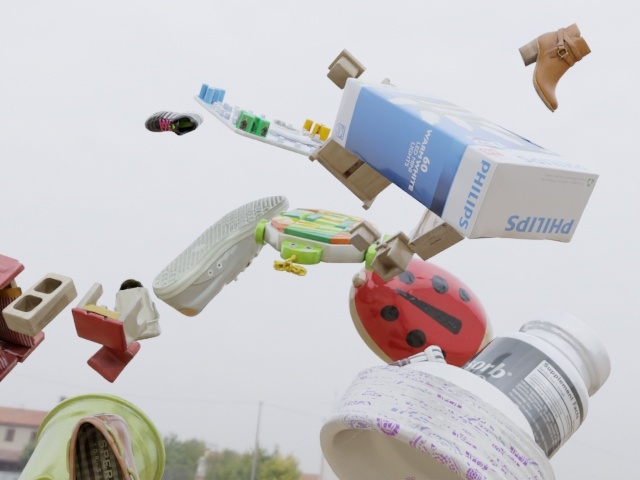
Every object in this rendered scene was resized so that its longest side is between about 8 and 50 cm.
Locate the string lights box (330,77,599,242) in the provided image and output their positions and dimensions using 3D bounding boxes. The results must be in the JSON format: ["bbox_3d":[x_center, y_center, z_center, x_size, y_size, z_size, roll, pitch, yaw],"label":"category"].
[{"bbox_3d":[0.134,-0.088,0.700,0.133,0.076,0.260,2,26,-32],"label":"string lights box"}]

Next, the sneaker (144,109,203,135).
[{"bbox_3d":[-0.424,-0.336,1.949,0.171,0.074,0.063,-4,-59,-1],"label":"sneaker"}]

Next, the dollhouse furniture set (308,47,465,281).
[{"bbox_3d":[0.109,-0.146,1.196,0.355,0.173,0.303,42,-42,-10],"label":"dollhouse furniture set"}]

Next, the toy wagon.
[{"bbox_3d":[0.000,0.000,1.428,0.267,0.068,0.344,13,14,16],"label":"toy wagon"}]

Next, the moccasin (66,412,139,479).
[{"bbox_3d":[-0.327,0.466,1.083,0.139,0.379,0.147,-8,-12,-5],"label":"moccasin"}]

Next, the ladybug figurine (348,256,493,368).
[{"bbox_3d":[0.278,0.203,1.780,0.450,0.305,0.162,27,-13,-17],"label":"ladybug figurine"}]

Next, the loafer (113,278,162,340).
[{"bbox_3d":[-0.439,0.160,1.592,0.102,0.092,0.268,-10,17,-24],"label":"loafer"}]

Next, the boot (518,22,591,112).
[{"bbox_3d":[0.593,-0.428,1.673,0.152,0.197,0.073,-22,-7,19],"label":"boot"}]

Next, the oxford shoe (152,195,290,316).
[{"bbox_3d":[-0.234,0.032,1.727,0.169,0.449,0.130,-1,-55,46],"label":"oxford shoe"}]

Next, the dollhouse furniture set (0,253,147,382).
[{"bbox_3d":[-0.501,0.172,1.212,0.374,0.152,0.201,14,-51,18],"label":"dollhouse furniture set"}]

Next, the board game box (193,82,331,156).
[{"bbox_3d":[-0.082,-0.277,1.678,0.390,0.050,0.390,14,15,-30],"label":"board game box"}]

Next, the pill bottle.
[{"bbox_3d":[0.329,0.290,1.184,0.363,0.210,0.210,-34,-4,-27],"label":"pill bottle"}]

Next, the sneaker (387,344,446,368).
[{"bbox_3d":[0.175,0.338,1.434,0.163,0.106,0.281,-10,-53,-7],"label":"sneaker"}]

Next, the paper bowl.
[{"bbox_3d":[0.152,0.266,0.858,0.284,0.148,0.284,26,-35,20],"label":"paper bowl"}]

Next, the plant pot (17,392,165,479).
[{"bbox_3d":[-0.469,0.474,1.310,0.276,0.275,0.254,4,13,2],"label":"plant pot"}]
